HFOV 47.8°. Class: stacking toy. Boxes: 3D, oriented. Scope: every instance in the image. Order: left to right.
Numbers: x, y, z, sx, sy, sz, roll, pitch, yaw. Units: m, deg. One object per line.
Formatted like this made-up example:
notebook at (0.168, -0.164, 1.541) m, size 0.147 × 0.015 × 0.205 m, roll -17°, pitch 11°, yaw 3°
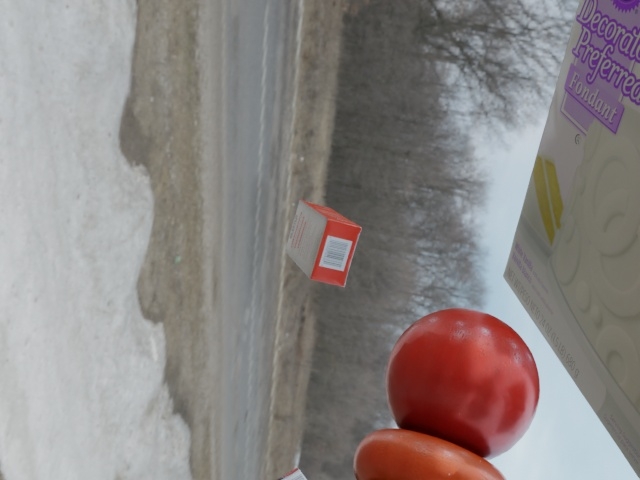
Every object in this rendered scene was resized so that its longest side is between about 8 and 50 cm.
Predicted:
stacking toy at (0.043, 0.188, 0.373) m, size 0.141 × 0.141 × 0.330 m, roll 94°, pitch 19°, yaw -64°

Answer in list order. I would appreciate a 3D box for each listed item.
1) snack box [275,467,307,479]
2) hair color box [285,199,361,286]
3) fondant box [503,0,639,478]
snack box at (-0.009, 0.280, 0.608) m, size 0.037 × 0.141 × 0.100 m, roll -15°, pitch 144°, yaw -47°
hair color box at (0.000, 0.000, 0.839) m, size 0.141 × 0.043 × 0.072 m, roll -139°, pitch -116°, yaw -71°
fondant box at (0.253, -0.034, 0.513) m, size 0.238 × 0.096 × 0.330 m, roll -111°, pitch -158°, yaw -52°
